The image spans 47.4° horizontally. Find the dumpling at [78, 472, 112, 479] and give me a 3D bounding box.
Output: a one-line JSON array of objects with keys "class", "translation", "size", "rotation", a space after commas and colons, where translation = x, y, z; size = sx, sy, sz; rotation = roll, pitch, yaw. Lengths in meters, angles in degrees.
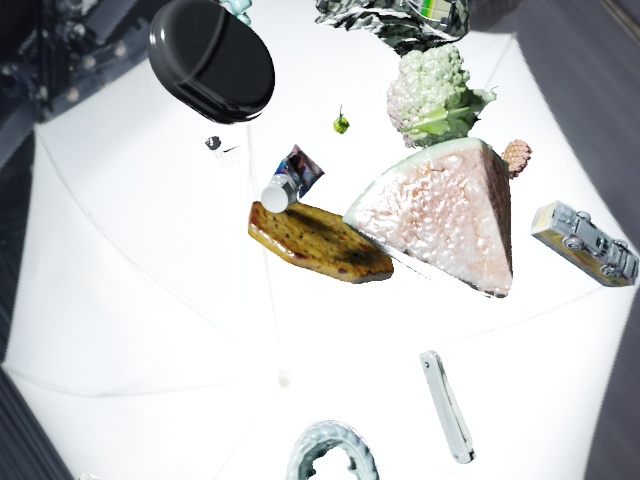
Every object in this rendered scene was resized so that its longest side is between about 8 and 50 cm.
[{"class": "dumpling", "translation": [-0.439, 0.531, 1.474], "size": [0.176, 0.150, 0.092], "rotation": [-17, 51, 61]}]

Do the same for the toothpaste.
[{"class": "toothpaste", "translation": [-0.053, -0.132, 1.499], "size": [0.061, 0.096, 0.266], "rotation": [-41, 7, 27]}]

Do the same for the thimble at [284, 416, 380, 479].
[{"class": "thimble", "translation": [0.024, 0.512, 1.574], "size": [0.205, 0.250, 0.172], "rotation": [-7, -6, -5]}]

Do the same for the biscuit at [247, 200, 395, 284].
[{"class": "biscuit", "translation": [-0.001, 0.000, 1.628], "size": [0.359, 0.359, 0.046], "rotation": [-18, -46, -61]}]

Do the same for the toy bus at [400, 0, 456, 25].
[{"class": "toy bus", "translation": [0.307, -0.747, 1.934], "size": [0.143, 0.179, 0.305], "rotation": [-72, -7, -47]}]

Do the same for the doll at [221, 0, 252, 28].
[{"class": "doll", "translation": [-0.246, -0.696, 2.143], "size": [0.059, 0.158, 0.159], "rotation": [-35, -47, -11]}]

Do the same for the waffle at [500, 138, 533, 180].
[{"class": "waffle", "translation": [0.352, -0.146, 1.321], "size": [0.075, 0.029, 0.083], "rotation": [-57, 22, 26]}]

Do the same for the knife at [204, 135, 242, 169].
[{"class": "knife", "translation": [-0.186, -0.175, 1.479], "size": [0.060, 0.028, 0.230], "rotation": [-24, -7, -2]}]

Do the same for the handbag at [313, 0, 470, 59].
[{"class": "handbag", "translation": [0.212, -0.707, 2.279], "size": [0.416, 0.180, 0.316], "rotation": [7, -11, -37]}]

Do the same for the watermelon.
[{"class": "watermelon", "translation": [0.244, -0.014, 1.284], "size": [0.283, 0.292, 0.250], "rotation": [-42, -17, 19]}]

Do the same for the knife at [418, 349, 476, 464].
[{"class": "knife", "translation": [0.289, 0.375, 1.648], "size": [0.040, 0.266, 0.073], "rotation": [-16, -8, -29]}]

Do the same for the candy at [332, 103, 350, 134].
[{"class": "candy", "translation": [0.041, -0.244, 1.435], "size": [0.035, 0.035, 0.123], "rotation": [-42, -12, -9]}]

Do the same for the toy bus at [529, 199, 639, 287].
[{"class": "toy bus", "translation": [0.598, 0.014, 1.645], "size": [0.106, 0.268, 0.092], "rotation": [-25, 37, 61]}]

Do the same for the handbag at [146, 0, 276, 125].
[{"class": "handbag", "translation": [-0.226, -0.388, 1.567], "size": [0.093, 0.308, 0.254], "rotation": [-17, 50, 47]}]

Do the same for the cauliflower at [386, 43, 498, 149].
[{"class": "cauliflower", "translation": [0.283, -0.298, 1.627], "size": [0.315, 0.256, 0.239], "rotation": [-18, -19, -39]}]
